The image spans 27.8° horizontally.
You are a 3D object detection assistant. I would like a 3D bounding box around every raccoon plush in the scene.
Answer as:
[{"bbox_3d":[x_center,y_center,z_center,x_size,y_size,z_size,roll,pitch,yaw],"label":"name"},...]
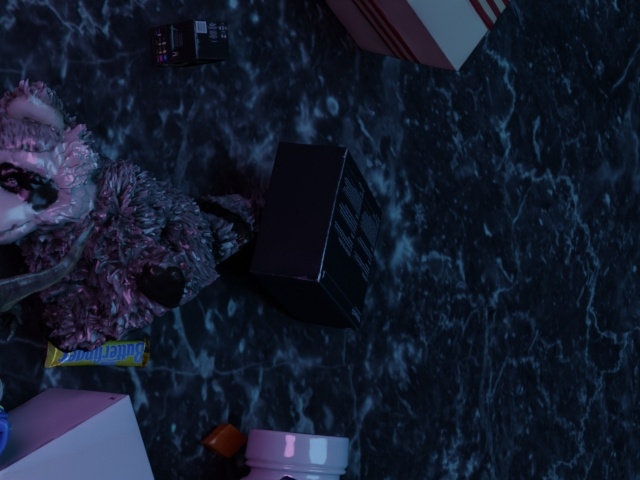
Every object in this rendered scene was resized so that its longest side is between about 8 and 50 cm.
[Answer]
[{"bbox_3d":[-0.263,-0.060,1.535,0.299,0.216,0.446,62,16,-8],"label":"raccoon plush"}]

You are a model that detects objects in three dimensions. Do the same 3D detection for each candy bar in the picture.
[{"bbox_3d":[-0.272,0.137,1.579,0.161,0.018,0.040,7,84,-48],"label":"candy bar"}]

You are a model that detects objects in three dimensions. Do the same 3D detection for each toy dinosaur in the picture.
[{"bbox_3d":[-0.340,0.072,1.294,0.268,0.064,0.118,-23,145,-32],"label":"toy dinosaur"}]

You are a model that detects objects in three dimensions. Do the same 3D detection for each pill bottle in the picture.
[{"bbox_3d":[-0.041,0.393,1.685,0.160,0.160,0.283,14,78,-48],"label":"pill bottle"}]

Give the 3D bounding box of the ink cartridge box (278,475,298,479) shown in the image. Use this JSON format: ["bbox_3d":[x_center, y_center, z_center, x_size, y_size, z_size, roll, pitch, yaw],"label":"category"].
[{"bbox_3d":[-0.123,0.492,1.496,0.395,0.151,0.270,-31,87,-15],"label":"ink cartridge box"}]

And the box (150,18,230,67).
[{"bbox_3d":[-0.168,-0.253,1.659,0.062,0.083,0.052,-6,92,-48],"label":"box"}]

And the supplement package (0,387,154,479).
[{"bbox_3d":[-0.300,0.299,1.441,0.194,0.149,0.203,-29,110,-45],"label":"supplement package"}]

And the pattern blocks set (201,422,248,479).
[{"bbox_3d":[-0.128,0.391,1.729,0.324,0.026,0.286,17,76,-48],"label":"pattern blocks set"}]

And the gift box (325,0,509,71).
[{"bbox_3d":[0.107,-0.416,1.863,0.255,0.276,0.258,-57,133,-16],"label":"gift box"}]

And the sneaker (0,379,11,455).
[{"bbox_3d":[-0.365,0.191,1.336,0.240,0.126,0.091,-14,126,-76],"label":"sneaker"}]

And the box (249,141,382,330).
[{"bbox_3d":[0.000,0.000,1.755,0.261,0.103,0.184,55,43,-68],"label":"box"}]
